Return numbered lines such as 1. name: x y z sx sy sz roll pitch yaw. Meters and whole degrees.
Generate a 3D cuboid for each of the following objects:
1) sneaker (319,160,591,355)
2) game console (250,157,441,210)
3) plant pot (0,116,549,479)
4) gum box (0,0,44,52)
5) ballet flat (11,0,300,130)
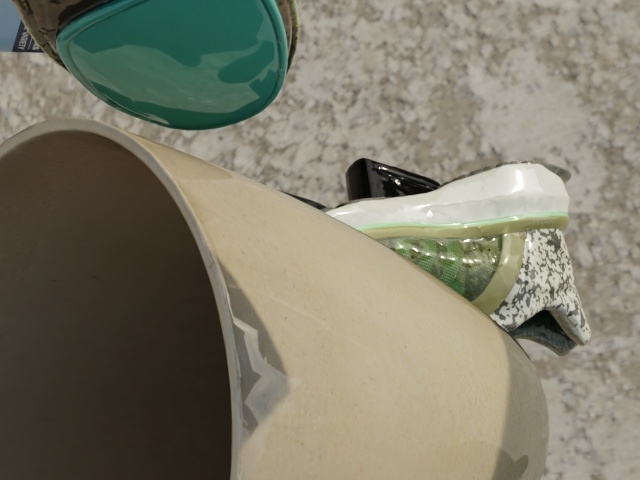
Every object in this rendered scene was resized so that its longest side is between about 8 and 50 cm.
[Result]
1. sneaker: 0.062 0.066 0.916 0.410 0.158 0.182 -18 75 -28
2. game console: 0.000 0.000 1.103 0.361 0.044 0.213 16 49 -28
3. plant pot: -0.020 0.092 0.574 0.274 0.256 0.256 9 72 -44
4. gum box: -0.259 -0.189 0.793 0.184 0.157 0.041 -3 60 -27
5. ballet flat: -0.094 -0.141 0.503 0.123 0.348 0.123 -2 81 15
